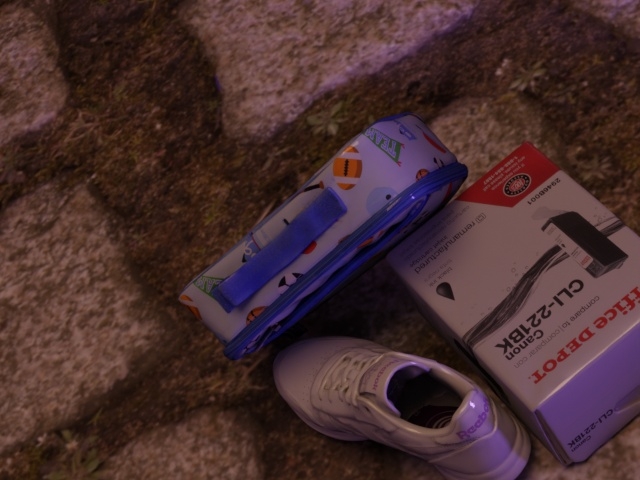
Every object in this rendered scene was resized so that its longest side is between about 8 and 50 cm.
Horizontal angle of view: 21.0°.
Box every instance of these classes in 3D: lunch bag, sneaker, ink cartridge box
[{"bbox_3d":[0.000,0.000,1.768,0.303,0.243,0.115,-42,85,21],"label":"lunch bag"},{"bbox_3d":[0.065,0.142,1.709,0.305,0.152,0.114,16,67,38],"label":"sneaker"},{"bbox_3d":[0.225,0.058,1.710,0.197,0.114,0.273,-39,47,-4],"label":"ink cartridge box"}]
